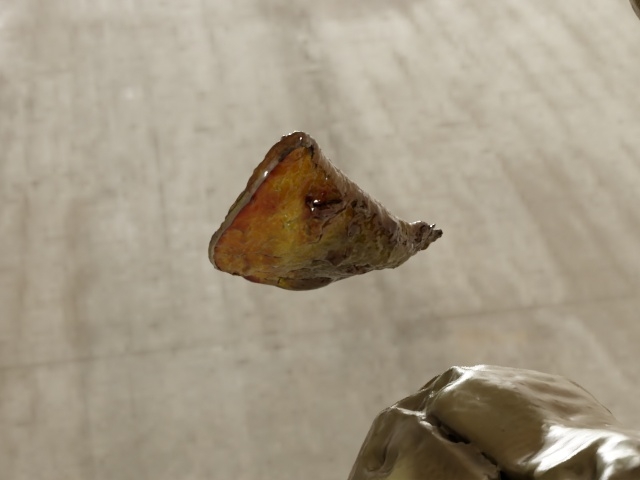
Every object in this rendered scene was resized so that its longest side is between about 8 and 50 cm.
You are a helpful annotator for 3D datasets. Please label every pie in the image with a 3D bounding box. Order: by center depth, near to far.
[{"bbox_3d":[-0.003,0.001,0.830,0.191,0.088,0.033,29,36,-62],"label":"pie"}]

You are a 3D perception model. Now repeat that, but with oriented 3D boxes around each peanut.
[{"bbox_3d":[0.084,0.113,0.613,0.290,0.130,0.130,-167,-109,-75],"label":"peanut"}]

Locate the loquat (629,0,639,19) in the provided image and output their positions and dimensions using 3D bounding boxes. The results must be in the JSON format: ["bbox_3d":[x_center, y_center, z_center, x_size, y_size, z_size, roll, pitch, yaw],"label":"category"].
[{"bbox_3d":[0.182,-0.123,0.485,0.213,0.213,0.213,174,-90,-84],"label":"loquat"}]
